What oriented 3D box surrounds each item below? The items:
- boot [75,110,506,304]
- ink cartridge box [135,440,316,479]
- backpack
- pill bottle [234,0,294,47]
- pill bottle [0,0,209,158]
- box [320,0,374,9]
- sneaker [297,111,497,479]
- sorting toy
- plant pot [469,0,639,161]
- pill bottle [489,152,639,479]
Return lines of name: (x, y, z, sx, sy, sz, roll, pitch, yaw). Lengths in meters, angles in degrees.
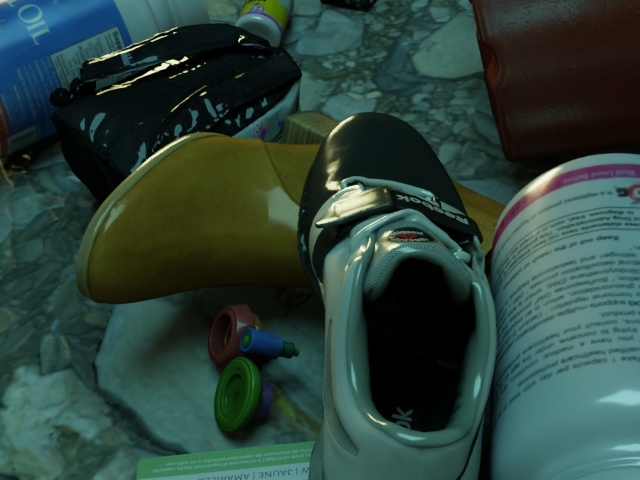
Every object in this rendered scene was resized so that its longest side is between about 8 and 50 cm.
boot: (0.000, 0.001, 0.998, 0.211, 0.104, 0.295, 28, 38, 28)
ink cartridge box: (-0.024, 0.222, 0.827, 0.171, 0.056, 0.235, -6, 40, 1)
backpack: (-0.099, -0.088, 1.129, 0.182, 0.115, 0.152, -33, 60, -26)
pill bottle: (-0.049, -0.206, 1.299, 0.043, 0.043, 0.083, 4, 43, 12)
pill bottle: (-0.211, -0.166, 1.221, 0.221, 0.124, 0.124, -29, 47, -22)
box: (0.036, -0.264, 1.335, 0.052, 0.062, 0.083, 14, 46, 23)
sneaker: (0.055, 0.023, 0.857, 0.122, 0.146, 0.331, 3, 49, -8)
sorting toy: (-0.044, 0.086, 0.986, 0.042, 0.061, 0.102, 17, 42, -30)
plant pot: (0.248, -0.183, 1.092, 0.265, 0.272, 0.272, -13, 42, 7)
pill bottle: (0.180, 0.095, 0.854, 0.160, 0.160, 0.283, 0, 43, 8)
